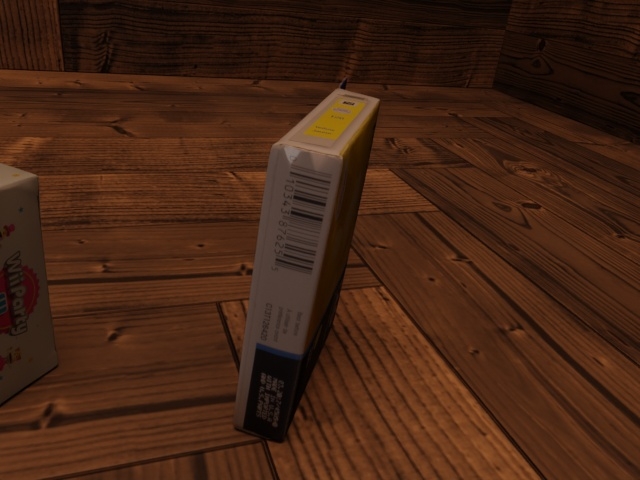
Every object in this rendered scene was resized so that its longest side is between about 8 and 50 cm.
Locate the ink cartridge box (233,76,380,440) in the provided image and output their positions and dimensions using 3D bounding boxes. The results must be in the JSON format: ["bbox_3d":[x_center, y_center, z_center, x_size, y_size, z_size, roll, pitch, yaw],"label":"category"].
[{"bbox_3d":[0.000,0.000,0.613,0.072,0.303,0.307,15,28,10],"label":"ink cartridge box"}]

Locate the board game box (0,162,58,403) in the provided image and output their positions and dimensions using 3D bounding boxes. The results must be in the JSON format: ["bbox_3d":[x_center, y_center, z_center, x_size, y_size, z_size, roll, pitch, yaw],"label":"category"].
[{"bbox_3d":[-0.426,0.012,0.577,0.304,0.223,0.097,16,27,19],"label":"board game box"}]
